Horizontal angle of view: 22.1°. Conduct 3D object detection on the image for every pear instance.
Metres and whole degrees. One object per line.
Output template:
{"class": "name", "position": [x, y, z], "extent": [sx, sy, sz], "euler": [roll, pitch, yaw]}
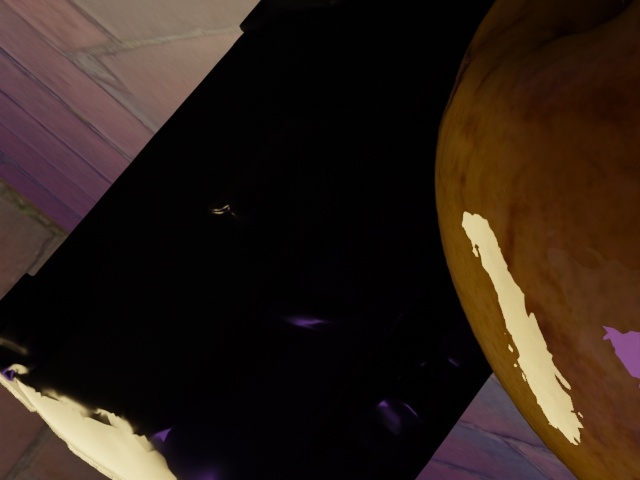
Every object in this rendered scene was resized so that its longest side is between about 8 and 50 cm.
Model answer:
{"class": "pear", "position": [0.177, -0.007, 0.622], "extent": [0.281, 0.280, 0.280], "euler": [33, 166, 9]}

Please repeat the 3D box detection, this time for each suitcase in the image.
{"class": "suitcase", "position": [0.000, 0.000, 0.908], "extent": [0.188, 0.345, 0.339], "euler": [47, 163, -22]}
